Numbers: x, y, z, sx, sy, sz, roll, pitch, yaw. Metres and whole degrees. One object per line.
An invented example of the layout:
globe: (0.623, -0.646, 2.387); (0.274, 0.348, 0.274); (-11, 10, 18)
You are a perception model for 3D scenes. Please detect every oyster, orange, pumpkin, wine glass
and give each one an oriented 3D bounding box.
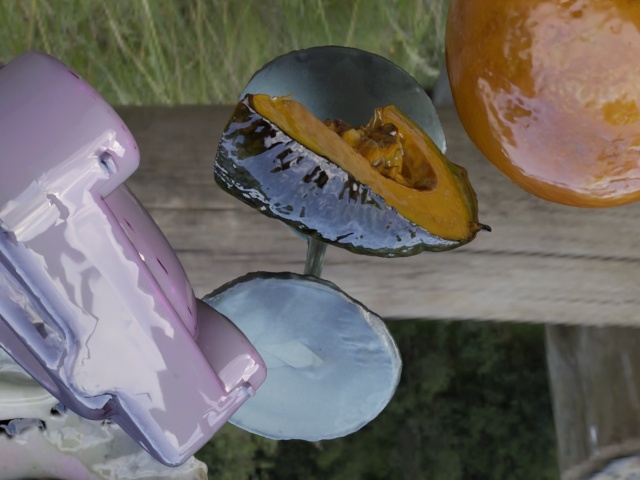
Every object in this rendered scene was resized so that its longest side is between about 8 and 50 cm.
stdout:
oyster: (-0.271, 0.207, 0.968); (0.351, 0.238, 0.115); (-1, 152, -6)
orange: (0.221, -0.154, 0.874); (0.261, 0.261, 0.261); (-3, 149, -2)
pumpkin: (0.030, -0.028, 0.954); (0.111, 0.163, 0.278); (-49, 159, 24)
wine glass: (0.000, 0.000, 1.185); (0.267, 0.406, 0.267); (3, 126, 4)

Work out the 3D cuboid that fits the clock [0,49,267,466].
clock: (-0.202, -0.013, 0.727); (0.322, 0.113, 0.295); (29, 156, 39)
